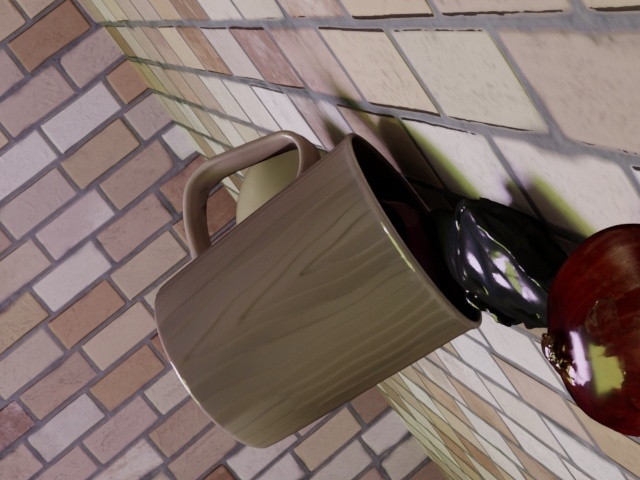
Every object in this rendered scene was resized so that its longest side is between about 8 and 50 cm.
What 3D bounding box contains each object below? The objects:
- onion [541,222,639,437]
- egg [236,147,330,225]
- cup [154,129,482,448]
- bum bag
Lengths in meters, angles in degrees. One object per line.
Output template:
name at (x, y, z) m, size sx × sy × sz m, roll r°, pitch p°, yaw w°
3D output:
onion at (0.190, 0.053, 0.705) m, size 0.131 × 0.131 × 0.131 m, roll 50°, pitch 173°, yaw 8°
egg at (0.000, 0.000, 1.382) m, size 0.242 × 0.186 × 0.186 m, roll 61°, pitch 173°, yaw 2°
cup at (-0.021, 0.029, 1.170) m, size 0.288 × 0.273 × 0.208 m, roll 53°, pitch -165°, yaw -5°
bum bag at (0.151, 0.023, 1.003) m, size 0.137 × 0.074 × 0.310 m, roll 50°, pitch 176°, yaw -1°
